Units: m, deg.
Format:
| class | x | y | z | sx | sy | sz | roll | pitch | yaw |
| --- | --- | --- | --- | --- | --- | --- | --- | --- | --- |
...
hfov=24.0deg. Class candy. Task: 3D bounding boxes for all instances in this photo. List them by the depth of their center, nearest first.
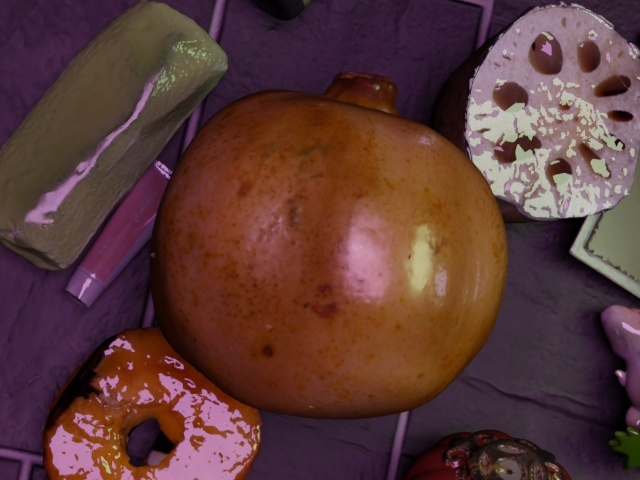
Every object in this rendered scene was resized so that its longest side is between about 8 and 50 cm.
| class | x | y | z | sx | sy | sz | roll | pitch | yaw |
| --- | --- | --- | --- | --- | --- | --- | --- | --- | --- |
| candy | -0.258 | -0.126 | 1.747 | 0.142 | 0.132 | 0.343 | 29 | 75 | 37 |

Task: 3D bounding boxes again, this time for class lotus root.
| class | x | y | z | sx | sy | sz | roll | pitch | yaw |
| --- | --- | --- | --- | --- | --- | --- | --- | --- | --- |
| lotus root | 0.250 | -0.139 | 1.805 | 0.272 | 0.192 | 0.272 | 3 | 82 | -21 |

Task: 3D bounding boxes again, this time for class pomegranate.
| class | x | y | z | sx | sy | sz | roll | pitch | yaw |
| --- | --- | --- | --- | --- | --- | --- | --- | --- | --- |
| pomegranate | 0.000 | 0.000 | 1.637 | 0.417 | 0.416 | 0.416 | 1 | 85 | -10 |

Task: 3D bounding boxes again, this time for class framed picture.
| class | x | y | z | sx | sy | sz | roll | pitch | yaw |
| --- | --- | --- | --- | --- | --- | --- | --- | --- | --- |
| framed picture | 0.459 | -0.056 | 1.898 | 0.231 | 0.018 | 0.293 | 32 | 80 | -18 |

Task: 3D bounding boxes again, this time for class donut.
| class | x | y | z | sx | sy | sz | roll | pitch | yaw |
| --- | --- | --- | --- | --- | --- | --- | --- | --- | --- |
| donut | -0.195 | 0.225 | 1.726 | 0.253 | 0.118 | 0.253 | 0 | 87 | -8 |

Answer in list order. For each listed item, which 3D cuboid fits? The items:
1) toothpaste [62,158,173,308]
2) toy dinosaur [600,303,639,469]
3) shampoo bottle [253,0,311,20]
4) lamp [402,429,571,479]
| class | x | y | z | sx | sy | sz | roll | pitch | yaw |
| --- | --- | --- | --- | --- | --- | --- | --- | --- | --- |
| toothpaste | -0.232 | -0.007 | 1.780 | 0.067 | 0.043 | 0.194 | 37 | 74 | -3 |
| toy dinosaur | 0.408 | 0.189 | 1.854 | 0.194 | 0.152 | 0.177 | 30 | 42 | -15 |
| shampoo bottle | 0.020 | -0.396 | 1.825 | 0.101 | 0.101 | 0.284 | 43 | 79 | -4 |
| lamp | 0.195 | 0.330 | 1.747 | 0.227 | 0.227 | 0.227 | 1 | 85 | -10 |
